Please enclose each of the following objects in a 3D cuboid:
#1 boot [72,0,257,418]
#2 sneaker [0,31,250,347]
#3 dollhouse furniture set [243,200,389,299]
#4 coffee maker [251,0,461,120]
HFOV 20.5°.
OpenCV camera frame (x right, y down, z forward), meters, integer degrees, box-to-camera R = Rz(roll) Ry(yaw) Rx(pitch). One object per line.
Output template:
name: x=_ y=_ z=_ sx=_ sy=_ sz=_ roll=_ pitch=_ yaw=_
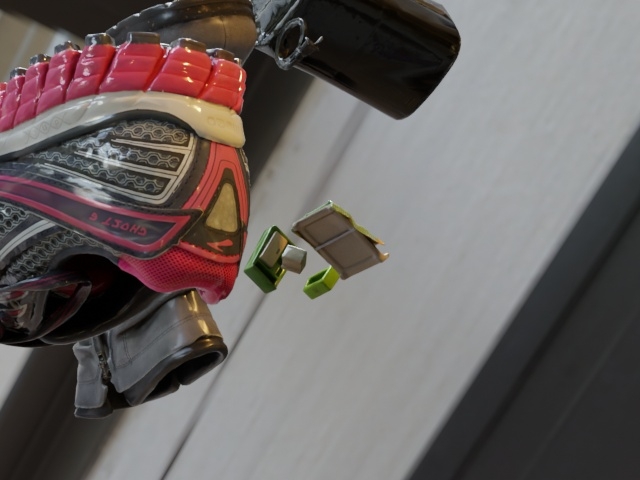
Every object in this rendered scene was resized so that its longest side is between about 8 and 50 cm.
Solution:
boot: x=-0.109 y=-0.013 z=1.281 sx=0.118 sy=0.338 sz=0.222 roll=-9 pitch=69 yaw=-29
sneaker: x=-0.157 y=0.003 z=0.817 sx=0.121 sy=0.299 sz=0.112 roll=11 pitch=65 yaw=-46
dollhouse furniture set: x=0.000 y=0.000 z=1.602 sx=0.076 sy=0.152 sz=0.058 roll=45 pitch=47 yaw=-17
coffee maker: x=0.023 y=-0.178 z=1.552 sx=0.178 sy=0.120 sz=0.171 roll=23 pitch=51 yaw=-33
